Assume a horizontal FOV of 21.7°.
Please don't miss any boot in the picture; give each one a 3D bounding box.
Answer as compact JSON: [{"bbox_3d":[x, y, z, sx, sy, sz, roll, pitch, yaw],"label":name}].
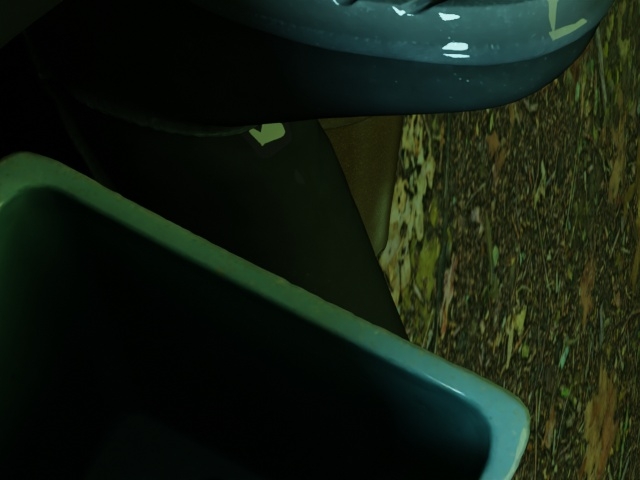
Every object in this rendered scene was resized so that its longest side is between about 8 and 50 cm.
[{"bbox_3d":[-0.001,-0.001,0.823,0.146,0.367,0.445,-43,138,-30],"label":"boot"}]

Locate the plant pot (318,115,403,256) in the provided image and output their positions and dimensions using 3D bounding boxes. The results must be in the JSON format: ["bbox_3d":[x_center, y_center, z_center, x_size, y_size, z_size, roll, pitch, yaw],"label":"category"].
[{"bbox_3d":[-0.018,-0.070,1.026,0.167,0.167,0.165,-56,152,-50],"label":"plant pot"}]

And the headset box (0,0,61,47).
[{"bbox_3d":[-0.178,-0.161,0.455,0.283,0.131,0.246,59,27,-3],"label":"headset box"}]

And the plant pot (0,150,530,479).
[{"bbox_3d":[-0.077,0.146,0.774,0.247,0.248,0.252,-62,174,-12],"label":"plant pot"}]
